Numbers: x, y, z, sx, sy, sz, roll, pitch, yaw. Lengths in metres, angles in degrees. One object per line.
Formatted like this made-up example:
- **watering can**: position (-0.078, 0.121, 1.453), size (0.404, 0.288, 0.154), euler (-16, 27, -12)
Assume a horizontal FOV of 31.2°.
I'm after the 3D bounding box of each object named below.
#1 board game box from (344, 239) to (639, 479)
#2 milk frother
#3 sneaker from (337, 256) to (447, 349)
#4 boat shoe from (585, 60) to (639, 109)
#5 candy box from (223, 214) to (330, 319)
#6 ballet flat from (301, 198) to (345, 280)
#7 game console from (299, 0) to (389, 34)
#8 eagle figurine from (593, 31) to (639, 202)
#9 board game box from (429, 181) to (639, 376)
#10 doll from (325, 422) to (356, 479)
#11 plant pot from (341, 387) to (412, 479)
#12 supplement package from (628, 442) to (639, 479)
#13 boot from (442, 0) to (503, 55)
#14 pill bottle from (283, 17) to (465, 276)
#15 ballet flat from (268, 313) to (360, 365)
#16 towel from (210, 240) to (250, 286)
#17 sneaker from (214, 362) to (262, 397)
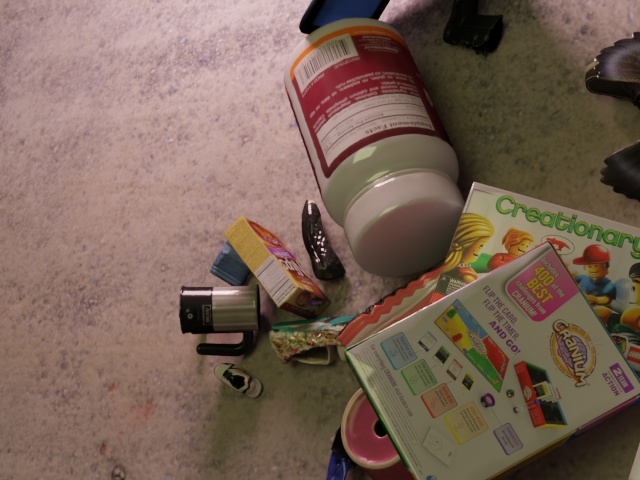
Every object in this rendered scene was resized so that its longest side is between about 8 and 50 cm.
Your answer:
- **board game box**: position (0.226, 0.179, 1.506), size (0.316, 0.064, 0.242), euler (-27, 70, -4)
- **milk frother**: position (-0.171, 0.122, 2.003), size (0.134, 0.129, 0.143), euler (-1, 30, 0)
- **sneaker**: position (0.185, 0.108, 1.727), size (0.313, 0.116, 0.136), euler (-32, 86, -2)
- **boat shoe**: position (0.487, -0.223, 1.676), size (0.223, 0.080, 0.073), euler (7, 68, 35)
- **candy box**: position (-0.074, 0.047, 1.935), size (0.053, 0.109, 0.187), euler (-45, 57, 11)
- **ballet flat**: position (0.000, 0.000, 1.969), size (0.057, 0.049, 0.173), euler (108, 154, -49)
- **game console**: position (0.134, -0.422, 1.928), size (0.250, 0.293, 0.173), euler (6, 98, 23)
- **eagle figurine**: position (0.517, -0.182, 1.535), size (0.226, 0.225, 0.298), euler (-52, 18, -16)
- **board game box**: position (0.328, 0.051, 1.606), size (0.305, 0.053, 0.193), euler (17, 78, 18)
- **doll**: position (0.039, 0.319, 1.750), size (0.129, 0.046, 0.189), euler (-179, 110, -77)
- **plant pot**: position (0.131, 0.281, 1.629), size (0.201, 0.180, 0.201), euler (-17, 58, 30)
- **supplement package**: position (0.520, 0.272, 1.367), size (0.244, 0.134, 0.139), euler (11, 76, 40)
- **boot**: position (0.267, -0.377, 1.944), size (0.099, 0.045, 0.121), euler (19, 88, 44)
- **pill bottle**: position (0.091, -0.152, 1.845), size (0.224, 0.224, 0.392), euler (-33, 52, 20)
- **ballet flat**: position (0.022, 0.160, 1.854), size (0.241, 0.091, 0.077), euler (-10, 93, 38)
- **towel**: position (-0.142, 0.023, 2.049), size (0.067, 0.029, 0.119), euler (32, 93, 2)
- **sneaker**: position (-0.147, 0.232, 1.958), size (0.109, 0.043, 0.040), euler (19, 82, 43)
